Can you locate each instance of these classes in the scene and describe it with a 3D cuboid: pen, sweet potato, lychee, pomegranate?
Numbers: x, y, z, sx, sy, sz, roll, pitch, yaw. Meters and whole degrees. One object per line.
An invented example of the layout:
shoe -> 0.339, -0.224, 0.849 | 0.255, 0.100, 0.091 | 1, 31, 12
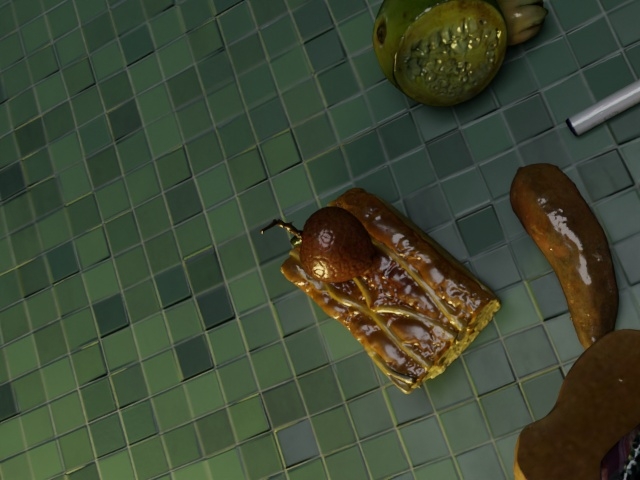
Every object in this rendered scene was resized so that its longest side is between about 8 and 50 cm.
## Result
pen -> 0.463, -0.218, 1.297 | 0.269, 0.033, 0.033 | -29, 70, 16
sweet potato -> 0.337, 0.017, 1.269 | 0.097, 0.097, 0.292 | -26, 71, 16
lychee -> 0.006, -0.001, 1.278 | 0.140, 0.114, 0.101 | 41, 88, 1
pomegranate -> 0.185, -0.318, 1.354 | 0.240, 0.190, 0.159 | -33, 45, 15

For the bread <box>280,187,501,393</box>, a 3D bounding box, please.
bread -> 0.096, 0.062, 1.352 | 0.274, 0.114, 0.185 | 43, 97, 26

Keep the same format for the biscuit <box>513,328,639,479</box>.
biscuit -> 0.442, 0.274, 1.098 | 0.385, 0.062, 0.365 | 34, 57, 27

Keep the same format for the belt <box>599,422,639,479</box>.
belt -> 0.451, 0.211, 0.974 | 0.295, 0.160, 0.207 | -44, 69, 7
